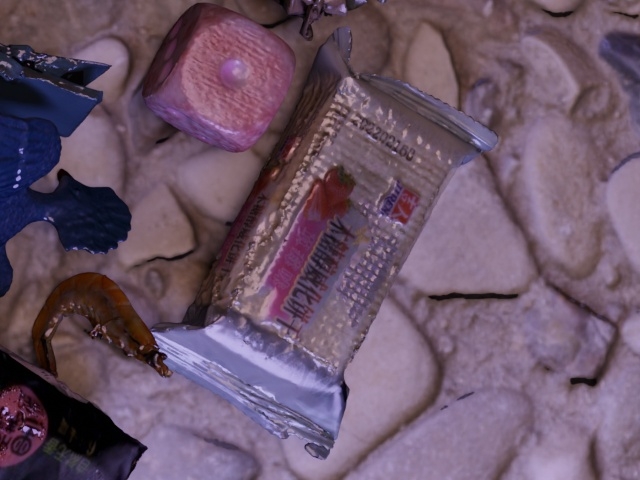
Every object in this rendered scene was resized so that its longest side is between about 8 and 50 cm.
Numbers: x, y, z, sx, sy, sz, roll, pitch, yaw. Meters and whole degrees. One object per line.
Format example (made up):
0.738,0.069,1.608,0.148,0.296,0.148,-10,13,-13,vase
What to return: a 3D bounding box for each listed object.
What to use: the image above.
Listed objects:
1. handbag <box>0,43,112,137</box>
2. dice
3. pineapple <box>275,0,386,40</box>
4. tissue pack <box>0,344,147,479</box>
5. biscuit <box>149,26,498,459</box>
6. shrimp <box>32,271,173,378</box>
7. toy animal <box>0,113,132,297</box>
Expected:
-0.275,-0.135,1.466,0.221,0.144,0.057,16,84,-17,handbag
-0.081,-0.129,1.561,0.094,0.091,0.093,30,81,-16,dice
-0.043,-0.275,1.535,0.272,0.262,0.262,36,78,-39,pineapple
-0.292,0.235,1.448,0.245,0.123,0.332,42,75,-42,tissue pack
0.004,0.003,1.597,0.186,0.079,0.309,33,79,-20,biscuit
-0.170,0.081,1.536,0.127,0.025,0.091,35,84,26,shrimp
-0.258,-0.020,1.470,0.176,0.239,0.255,30,35,10,toy animal
